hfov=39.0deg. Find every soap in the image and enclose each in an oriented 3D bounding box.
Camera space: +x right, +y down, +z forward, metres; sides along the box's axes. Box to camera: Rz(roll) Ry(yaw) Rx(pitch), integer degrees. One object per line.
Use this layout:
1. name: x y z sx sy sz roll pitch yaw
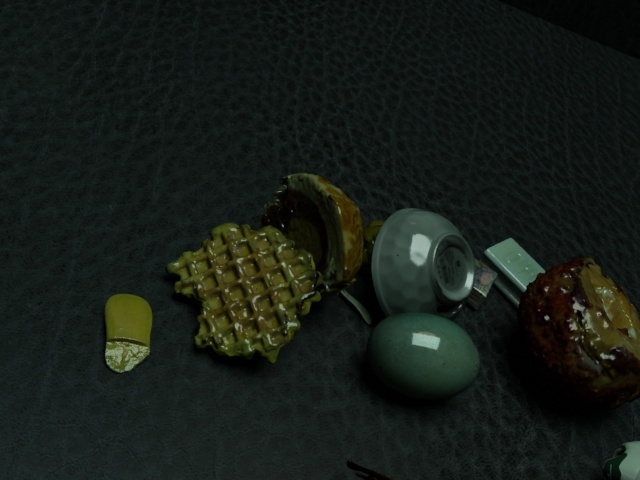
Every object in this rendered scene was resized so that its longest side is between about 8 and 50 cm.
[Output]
1. soap: -0.347 0.164 1.642 0.089 0.033 0.168 6 46 -21
2. soap: 0.481 0.094 2.163 0.119 0.066 0.198 -22 61 -41

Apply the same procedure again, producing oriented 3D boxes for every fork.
1. fork: 0.034 0.099 1.941 0.219 0.028 0.034 46 35 14

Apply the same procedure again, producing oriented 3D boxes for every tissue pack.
1. tissue pack: 0.328 0.078 2.096 0.148 0.060 0.108 35 41 5

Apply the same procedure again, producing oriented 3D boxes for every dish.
1. dish: 0.240 0.066 1.908 0.303 0.120 0.303 8 79 -43

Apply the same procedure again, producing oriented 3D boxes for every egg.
1. egg: 0.204 0.228 1.784 0.236 0.169 0.169 11 43 -18

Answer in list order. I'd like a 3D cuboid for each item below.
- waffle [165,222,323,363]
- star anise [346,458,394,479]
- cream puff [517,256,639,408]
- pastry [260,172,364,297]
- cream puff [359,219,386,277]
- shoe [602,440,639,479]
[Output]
1. waffle: -0.148 0.096 1.735 0.281 0.058 0.301 -42 62 -18
2. star anise: 0.116 0.481 1.508 0.220 0.126 0.190 32 44 -1
3. cream puff: 0.558 0.212 1.955 0.350 0.228 0.350 35 33 -28
4. pastry: 0.004 -0.008 1.849 0.170 0.236 0.256 5 79 -47
5. cream puff: 0.145 0.005 2.012 0.121 0.156 0.156 46 40 -7
6. shoe: 0.672 0.448 1.881 0.110 0.095 0.265 15 15 31
